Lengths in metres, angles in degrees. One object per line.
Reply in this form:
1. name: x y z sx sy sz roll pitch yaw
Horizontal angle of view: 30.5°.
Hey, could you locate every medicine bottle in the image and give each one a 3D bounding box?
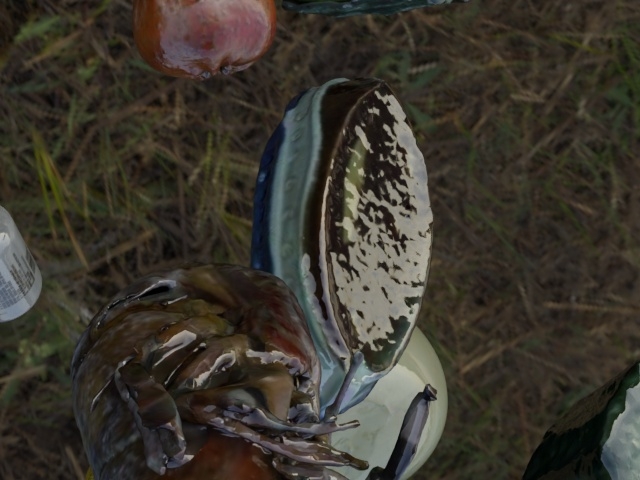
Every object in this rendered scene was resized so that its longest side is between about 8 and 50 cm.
1. medicine bottle: -0.316 0.011 1.098 0.079 0.079 0.140 -25 148 -10

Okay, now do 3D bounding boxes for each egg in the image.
1. egg: -0.002 0.148 1.142 0.269 0.219 0.219 15 114 -16

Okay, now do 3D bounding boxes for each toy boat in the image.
1. toy boat: 0.000 0.000 0.767 0.114 0.262 0.115 27 147 -31

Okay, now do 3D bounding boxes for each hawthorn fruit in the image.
1. hawthorn fruit: -0.145 -0.297 1.429 0.179 0.179 0.201 -8 95 -22

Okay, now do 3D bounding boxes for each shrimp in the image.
1. shrimp: -0.027 0.110 0.533 0.145 0.343 0.117 -6 121 -19

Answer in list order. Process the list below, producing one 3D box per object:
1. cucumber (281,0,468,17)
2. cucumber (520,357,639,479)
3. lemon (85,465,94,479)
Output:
1. cucumber: 0.064 -0.219 0.906 0.085 0.193 0.115 33 60 -54
2. cucumber: 0.126 0.097 0.489 0.062 0.116 0.115 21 157 -1
3. lemon: -0.280 0.392 1.857 0.203 0.178 0.178 18 111 -43
